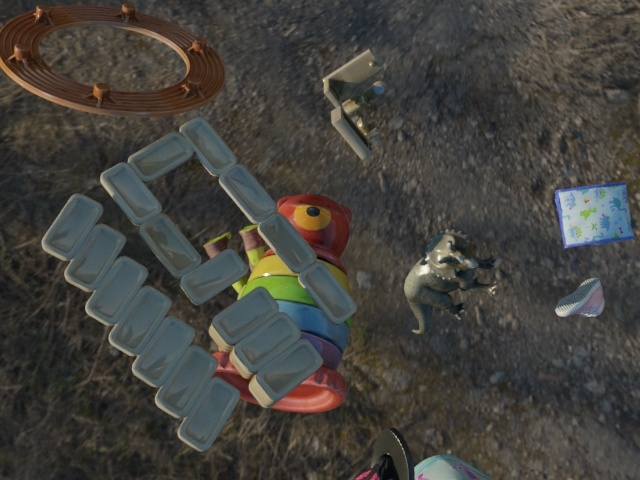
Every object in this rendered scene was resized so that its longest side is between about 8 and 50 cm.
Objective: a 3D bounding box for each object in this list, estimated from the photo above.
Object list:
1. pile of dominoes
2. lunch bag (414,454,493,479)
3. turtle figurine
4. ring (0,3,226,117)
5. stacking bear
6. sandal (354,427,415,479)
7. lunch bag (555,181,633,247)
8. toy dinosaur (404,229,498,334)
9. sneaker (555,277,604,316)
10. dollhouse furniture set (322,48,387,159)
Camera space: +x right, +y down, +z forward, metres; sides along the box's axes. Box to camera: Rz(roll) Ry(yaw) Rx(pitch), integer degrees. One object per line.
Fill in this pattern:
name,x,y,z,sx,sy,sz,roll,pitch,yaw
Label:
pile of dominoes,-0.107,0.035,0.703,0.251,0.196,0.040,51,152,8
lunch bag,0.151,0.431,1.037,0.224,0.108,0.279,35,96,-25
turtle figurine,-0.107,0.092,1.257,0.270,0.087,0.217,-16,101,41
ring,-0.307,-0.284,1.206,0.337,0.336,0.032,20,126,3
stacking bear,-0.029,0.068,1.077,0.176,0.289,0.164,8,155,6
sandal,0.055,0.287,0.868,0.040,0.067,0.179,7,107,-32
lunch bag,0.580,-0.053,1.730,0.151,0.096,0.128,-7,85,-18
toy dinosaur,0.231,0.072,1.525,0.160,0.121,0.313,22,147,-13
sneaker,0.536,0.137,1.642,0.051,0.134,0.070,0,117,53
dollhouse furniture set,0.097,-0.289,1.715,0.123,0.151,0.144,-30,123,21
